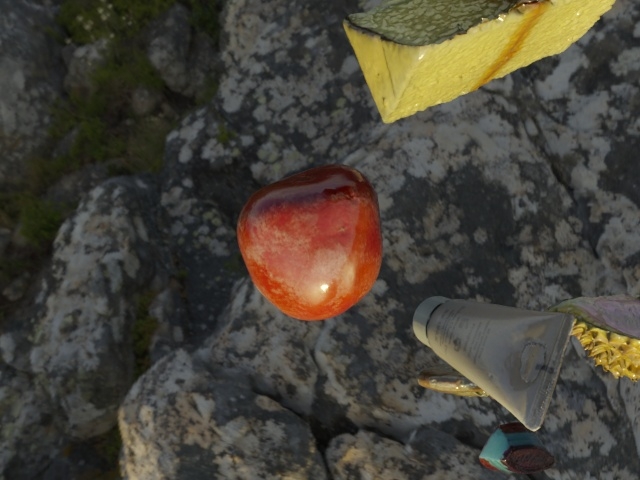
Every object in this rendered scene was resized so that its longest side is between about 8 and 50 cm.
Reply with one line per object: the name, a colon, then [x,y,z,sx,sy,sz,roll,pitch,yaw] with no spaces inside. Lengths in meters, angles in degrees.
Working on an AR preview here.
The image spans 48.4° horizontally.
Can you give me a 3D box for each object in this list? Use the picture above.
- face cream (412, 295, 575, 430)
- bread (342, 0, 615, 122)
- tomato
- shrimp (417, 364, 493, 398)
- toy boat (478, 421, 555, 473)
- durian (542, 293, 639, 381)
face cream: [0.221,0.138,0.963,0.089,0.314,0.143,20,89,-17]
bread: [0.167,-0.223,0.738,0.266,0.141,0.178,-21,46,-15]
tomato: [0.000,0.000,0.832,0.187,0.151,0.187,6,75,-22]
shrimp: [0.349,0.306,1.531,0.168,0.317,0.077,-3,81,58]
toy boat: [0.482,0.506,1.707,0.079,0.392,0.136,34,93,37]
durian: [0.618,0.191,1.407,0.305,0.195,0.185,10,88,-8]
